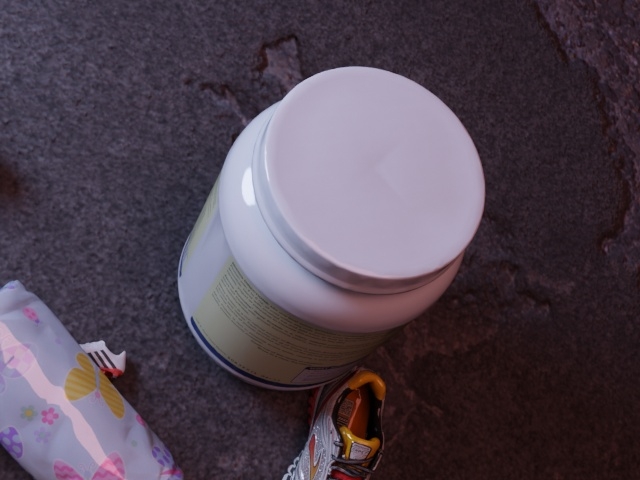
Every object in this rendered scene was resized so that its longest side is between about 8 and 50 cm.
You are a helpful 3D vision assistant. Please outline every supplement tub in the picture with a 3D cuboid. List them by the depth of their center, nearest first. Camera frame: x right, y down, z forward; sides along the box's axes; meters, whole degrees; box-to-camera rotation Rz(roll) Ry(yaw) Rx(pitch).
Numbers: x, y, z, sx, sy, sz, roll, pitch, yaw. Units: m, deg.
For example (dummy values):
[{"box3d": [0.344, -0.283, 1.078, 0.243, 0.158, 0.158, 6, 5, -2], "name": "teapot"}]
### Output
[{"box3d": [0.000, 0.000, 0.962, 0.235, 0.325, 0.235, 7, 66, -16], "name": "supplement tub"}]

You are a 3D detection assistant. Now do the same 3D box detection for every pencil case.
[{"box3d": [-0.253, 0.169, 0.934, 0.124, 0.113, 0.273, -39, 97, 15], "name": "pencil case"}]

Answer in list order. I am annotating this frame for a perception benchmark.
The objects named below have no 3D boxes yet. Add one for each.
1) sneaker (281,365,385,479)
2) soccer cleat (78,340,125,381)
[{"box3d": [0.016, 0.239, 1.058, 0.088, 0.092, 0.225, 18, 71, -21], "name": "sneaker"}, {"box3d": [-0.238, 0.116, 1.007, 0.083, 0.029, 0.036, 24, 59, -22], "name": "soccer cleat"}]
